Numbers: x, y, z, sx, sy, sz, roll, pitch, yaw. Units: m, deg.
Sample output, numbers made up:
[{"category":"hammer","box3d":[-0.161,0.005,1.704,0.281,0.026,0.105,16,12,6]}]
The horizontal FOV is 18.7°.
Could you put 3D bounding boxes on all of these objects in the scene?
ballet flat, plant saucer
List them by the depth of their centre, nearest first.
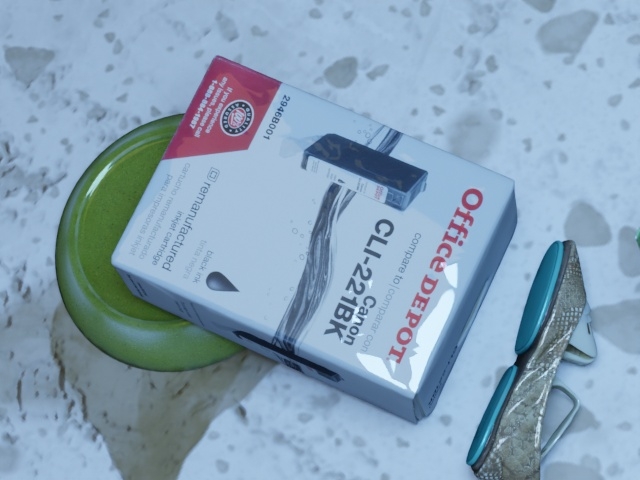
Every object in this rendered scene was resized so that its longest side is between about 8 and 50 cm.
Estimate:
[{"category":"ballet flat","box3d":[0.180,0.102,1.548,0.067,0.073,0.206,24,80,-5]},{"category":"plant saucer","box3d":[-0.125,-0.007,1.686,0.241,0.037,0.241,-6,69,15]}]

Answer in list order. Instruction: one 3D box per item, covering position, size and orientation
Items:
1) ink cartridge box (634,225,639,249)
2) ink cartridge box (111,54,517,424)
[{"category":"ink cartridge box","box3d":[0.301,-0.001,1.460,0.062,0.209,0.109,25,80,26]},{"category":"ink cartridge box","box3d":[0.000,0.000,1.576,0.273,0.114,0.197,24,78,10]}]
